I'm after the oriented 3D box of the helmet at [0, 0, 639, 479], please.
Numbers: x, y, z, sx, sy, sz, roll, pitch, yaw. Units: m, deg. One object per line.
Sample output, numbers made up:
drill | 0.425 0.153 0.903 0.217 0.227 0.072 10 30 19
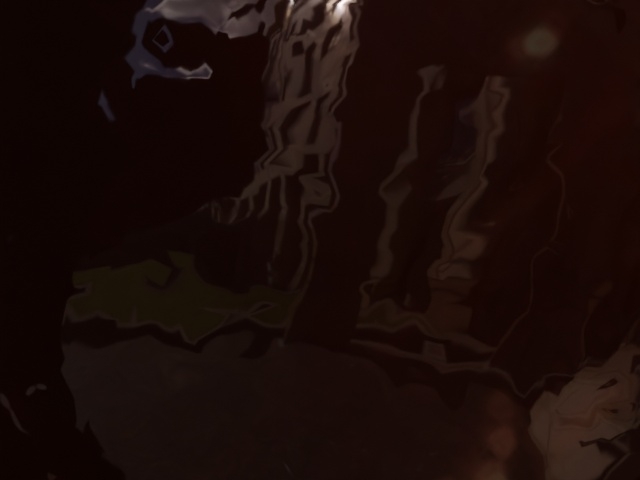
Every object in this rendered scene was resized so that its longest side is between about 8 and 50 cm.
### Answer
helmet | 0.000 0.000 0.267 0.230 0.385 0.337 -18 -123 -45
